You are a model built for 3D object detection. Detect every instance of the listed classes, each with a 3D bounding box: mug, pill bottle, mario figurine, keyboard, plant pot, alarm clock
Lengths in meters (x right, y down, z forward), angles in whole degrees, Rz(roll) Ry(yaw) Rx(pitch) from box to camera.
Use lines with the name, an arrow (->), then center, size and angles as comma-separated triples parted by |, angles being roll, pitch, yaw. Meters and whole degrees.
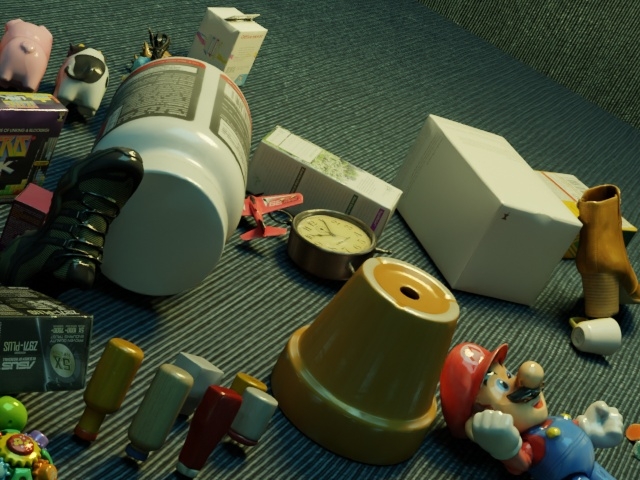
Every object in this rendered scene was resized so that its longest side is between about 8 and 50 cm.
mug -> 0.439, 0.156, 1.878 | 0.064, 0.062, 0.078 | 2, -4, -27
pill bottle -> -0.201, -0.092, 1.530 | 0.210, 0.210, 0.363 | 22, 25, -11
mario figurine -> 0.289, 0.234, 1.420 | 0.320, 0.170, 0.198 | 40, -8, 11
keyboard -> -0.222, -0.226, 1.845 | 0.317, 0.033, 0.202 | -105, 169, -59
plant pot -> 0.069, 0.131, 1.389 | 0.205, 0.188, 0.205 | 22, 25, -11
alarm clock -> 0.000, 0.000, 1.721 | 0.192, 0.064, 0.129 | 31, 33, 23

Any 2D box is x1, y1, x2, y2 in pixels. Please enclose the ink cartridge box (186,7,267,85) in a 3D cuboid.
ink cartridge box -> -0.176, -0.372, 2.178 | 0.090, 0.143, 0.092 | 37, 26, 20

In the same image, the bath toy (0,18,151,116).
bath toy -> -0.435, -0.284, 1.773 | 0.348, 0.129, 0.151 | 18, -8, -21

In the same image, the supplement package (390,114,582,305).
supplement package -> 0.270, -0.053, 1.962 | 0.177, 0.175, 0.293 | 14, 28, -30

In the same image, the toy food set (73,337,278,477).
toy food set -> -0.141, 0.187, 1.224 | 0.111, 0.105, 0.232 | 29, 3, 37

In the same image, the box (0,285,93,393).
box -> -0.338, 0.094, 1.126 | 0.180, 0.078, 0.147 | 3, 7, -42

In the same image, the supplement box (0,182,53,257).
supplement box -> -0.352, -0.018, 1.387 | 0.043, 0.083, 0.055 | 25, 26, -3

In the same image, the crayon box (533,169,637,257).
crayon box -> 0.438, -0.055, 2.244 | 0.322, 0.083, 0.203 | 4, 33, -41

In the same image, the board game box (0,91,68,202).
board game box -> -0.415, -0.115, 1.446 | 0.048, 0.141, 0.170 | 42, 29, 29

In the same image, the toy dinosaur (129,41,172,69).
toy dinosaur -> -0.271, -0.307, 2.056 | 0.112, 0.064, 0.211 | 11, 29, -34

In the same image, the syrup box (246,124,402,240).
syrup box -> 0.003, -0.082, 1.848 | 0.236, 0.096, 0.093 | 29, 27, 3

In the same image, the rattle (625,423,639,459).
rattle -> 0.557, 0.289, 1.637 | 0.199, 0.143, 0.130 | 38, 45, 10

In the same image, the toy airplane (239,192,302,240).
toy airplane -> -0.091, -0.037, 1.709 | 0.151, 0.028, 0.151 | -3, 25, 1

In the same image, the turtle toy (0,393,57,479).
turtle toy -> -0.286, 0.197, 1.054 | 0.095, 0.066, 0.130 | 10, 30, -33

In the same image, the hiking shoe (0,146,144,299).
hiking shoe -> -0.264, 0.000, 1.290 | 0.086, 0.227, 0.114 | 24, 23, -50

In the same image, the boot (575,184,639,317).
boot -> 0.501, 0.009, 1.991 | 0.104, 0.211, 0.295 | 0, 5, 22
